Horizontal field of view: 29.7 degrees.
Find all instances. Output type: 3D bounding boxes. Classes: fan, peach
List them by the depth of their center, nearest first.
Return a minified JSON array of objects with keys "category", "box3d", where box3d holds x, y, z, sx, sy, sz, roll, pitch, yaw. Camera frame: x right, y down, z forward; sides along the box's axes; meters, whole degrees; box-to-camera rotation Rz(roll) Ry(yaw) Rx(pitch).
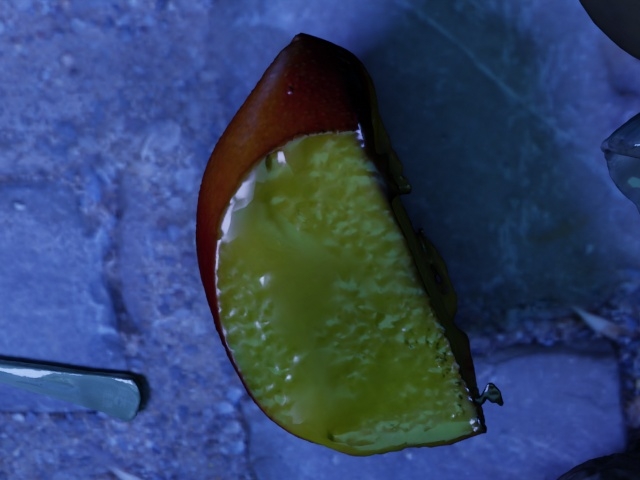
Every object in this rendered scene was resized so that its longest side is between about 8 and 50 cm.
[{"category":"peach","box3d":[-0.005,0.004,0.777,0.154,0.158,0.267,-22,110,6]},{"category":"fan","box3d":[-0.232,0.102,0.934,0.193,0.016,0.038,12,112,2]}]

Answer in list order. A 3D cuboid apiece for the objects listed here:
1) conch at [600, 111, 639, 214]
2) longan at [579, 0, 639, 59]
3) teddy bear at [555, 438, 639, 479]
[{"category":"conch","box3d":[0.311,0.008,0.733,0.277,0.195,0.220,31,156,-29]},{"category":"longan","box3d":[0.246,-0.193,0.630,0.248,0.248,0.248,3,114,7]},{"category":"teddy bear","box3d":[0.182,0.269,0.871,0.236,0.151,0.267,34,109,-14]}]
